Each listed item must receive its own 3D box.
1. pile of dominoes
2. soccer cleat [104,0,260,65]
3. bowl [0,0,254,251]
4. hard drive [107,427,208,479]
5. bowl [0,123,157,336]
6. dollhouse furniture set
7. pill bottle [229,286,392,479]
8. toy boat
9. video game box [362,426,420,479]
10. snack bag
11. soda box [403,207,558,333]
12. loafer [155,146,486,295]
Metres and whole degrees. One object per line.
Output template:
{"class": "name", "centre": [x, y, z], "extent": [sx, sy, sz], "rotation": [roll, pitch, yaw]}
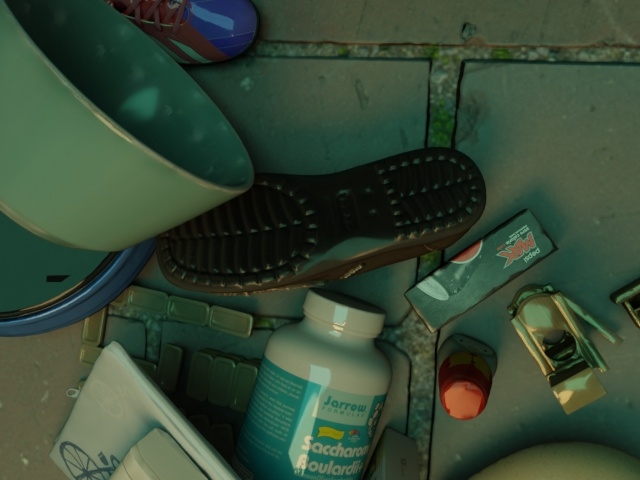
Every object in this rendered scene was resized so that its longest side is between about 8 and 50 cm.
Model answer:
{"class": "pile of dominoes", "centre": [-0.189, 0.163, 0.936], "extent": [0.251, 0.040, 0.196], "rotation": [12, 94, 19]}
{"class": "soccer cleat", "centre": [-0.229, -0.287, 0.882], "extent": [0.318, 0.116, 0.108], "rotation": [19, 95, 11]}
{"class": "bowl", "centre": [-0.231, -0.109, 0.735], "extent": [0.163, 0.311, 0.311], "rotation": [-44, 83, 16]}
{"class": "hard drive", "centre": [-0.165, 0.363, 0.814], "extent": [0.233, 0.047, 0.353], "rotation": [46, 137, 7]}
{"class": "bowl", "centre": [-0.375, -0.080, 0.888], "extent": [0.391, 0.077, 0.391], "rotation": [0, 85, -2]}
{"class": "dollhouse furniture set", "centre": [0.282, 0.072, 0.755], "extent": [0.161, 0.182, 0.101], "rotation": [-32, 85, 10]}
{"class": "pill bottle", "centre": [-0.008, 0.191, 0.833], "extent": [0.146, 0.146, 0.264], "rotation": [17, 95, 10]}
{"class": "toy boat", "centre": [0.216, 0.252, 0.805], "extent": [0.267, 0.148, 0.318], "rotation": [-27, 93, 15]}
{"class": "video game box", "centre": [0.052, 0.318, 0.795], "extent": [0.048, 0.205, 0.187], "rotation": [21, 96, 3]}
{"class": "snack bag", "centre": [-0.169, 0.284, 0.828], "extent": [0.323, 0.037, 0.342], "rotation": [46, 137, 9]}
{"class": "soda box", "centre": [0.178, 0.034, 0.840], "extent": [0.169, 0.053, 0.060], "rotation": [-36, 84, 9]}
{"class": "loafer", "centre": [0.000, 0.000, 0.829], "extent": [0.366, 0.130, 0.133], "rotation": [-7, 68, 9]}
